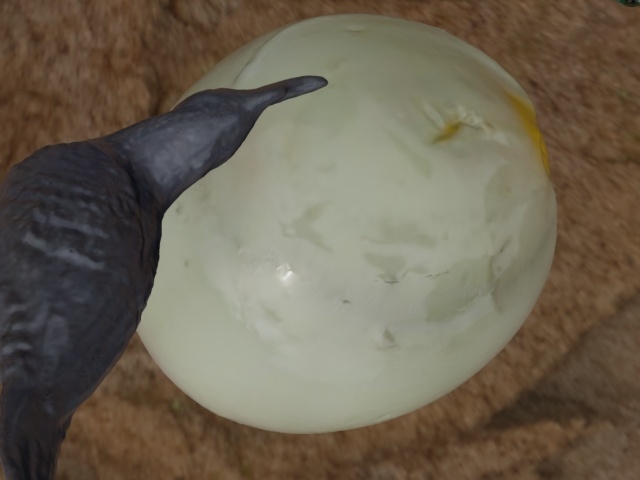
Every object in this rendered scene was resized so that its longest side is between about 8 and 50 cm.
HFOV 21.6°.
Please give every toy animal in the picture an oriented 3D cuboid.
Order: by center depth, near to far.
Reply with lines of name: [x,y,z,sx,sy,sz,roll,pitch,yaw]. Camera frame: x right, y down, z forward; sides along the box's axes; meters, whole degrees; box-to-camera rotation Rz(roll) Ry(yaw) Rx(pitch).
toy animal: [-0.137,0.024,0.741,0.206,0.367,0.081,-7,121,21]

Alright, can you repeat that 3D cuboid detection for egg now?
egg: [0.000,0.000,1.189,0.283,0.283,0.345,34,136,-15]

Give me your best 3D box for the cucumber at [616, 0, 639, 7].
cucumber: [0.143,-0.187,0.938,0.039,0.039,0.168,-30,75,2]
